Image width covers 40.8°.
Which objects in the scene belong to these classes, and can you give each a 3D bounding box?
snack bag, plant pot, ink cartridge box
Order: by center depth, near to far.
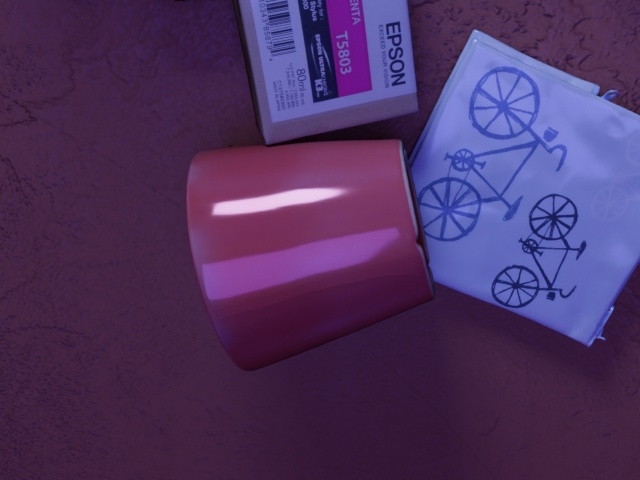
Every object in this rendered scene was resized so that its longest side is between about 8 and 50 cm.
[{"bbox_3d":[0.002,-0.247,0.992,0.193,0.088,0.234,-13,117,-6],"label":"ink cartridge box"},{"bbox_3d":[0.000,0.000,1.032,0.243,0.275,0.275,-12,110,8],"label":"plant pot"},{"bbox_3d":[0.278,-0.056,1.107,0.343,0.037,0.323,23,112,-2],"label":"snack bag"}]
